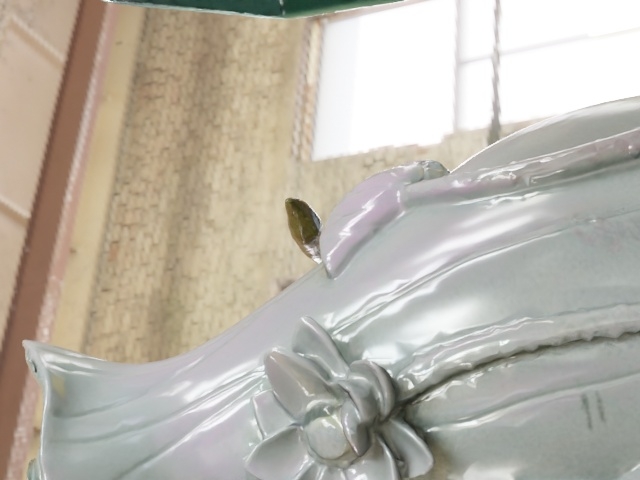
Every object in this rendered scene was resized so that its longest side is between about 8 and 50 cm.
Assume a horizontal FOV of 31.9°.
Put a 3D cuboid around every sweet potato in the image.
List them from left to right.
[{"bbox_3d":[-0.005,0.000,1.238,0.153,0.041,0.038,47,-125,-44],"label":"sweet potato"}]

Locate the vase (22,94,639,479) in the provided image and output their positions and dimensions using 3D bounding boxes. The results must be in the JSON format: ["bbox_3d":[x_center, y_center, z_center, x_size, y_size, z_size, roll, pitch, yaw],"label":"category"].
[{"bbox_3d":[0.068,0.075,0.608,0.250,0.445,0.250,161,90,-85],"label":"vase"}]

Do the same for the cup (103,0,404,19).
[{"bbox_3d":[-0.029,-0.208,0.405,0.148,0.134,0.236,7,-92,-72],"label":"cup"}]
